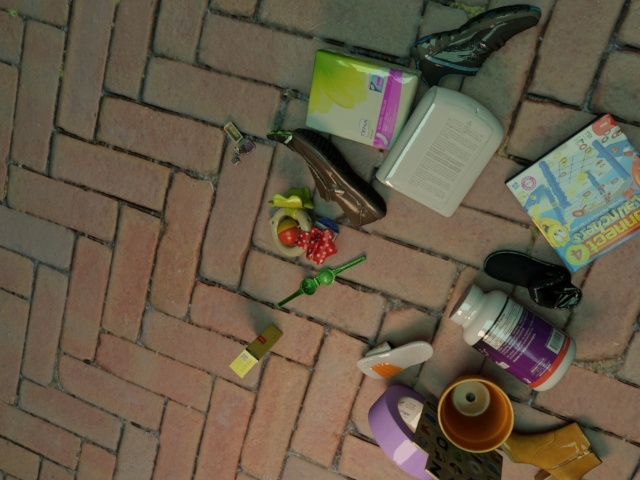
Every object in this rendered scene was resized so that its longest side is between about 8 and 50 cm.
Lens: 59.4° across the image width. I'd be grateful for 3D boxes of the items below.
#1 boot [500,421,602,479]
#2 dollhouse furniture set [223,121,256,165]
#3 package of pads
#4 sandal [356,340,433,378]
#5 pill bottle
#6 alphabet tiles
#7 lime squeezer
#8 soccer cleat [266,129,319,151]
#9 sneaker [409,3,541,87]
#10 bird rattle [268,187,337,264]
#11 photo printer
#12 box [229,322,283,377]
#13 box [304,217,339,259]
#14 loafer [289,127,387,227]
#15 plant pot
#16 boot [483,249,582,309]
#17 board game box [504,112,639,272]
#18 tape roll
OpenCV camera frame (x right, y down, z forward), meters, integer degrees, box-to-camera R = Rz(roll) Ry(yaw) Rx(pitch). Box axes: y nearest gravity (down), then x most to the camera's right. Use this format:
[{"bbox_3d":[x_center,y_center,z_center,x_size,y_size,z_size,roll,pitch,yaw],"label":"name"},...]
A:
[{"bbox_3d":[0.661,0.591,1.654,0.211,0.104,0.295,-43,92,14],"label":"boot"},{"bbox_3d":[-0.282,-0.305,1.755,0.091,0.081,0.114,-39,88,20],"label":"dollhouse furniture set"},{"bbox_3d":[0.114,-0.395,1.586,0.296,0.101,0.229,20,122,13],"label":"package of pads"},{"bbox_3d":[0.236,0.353,1.735,0.265,0.076,0.102,-26,114,31],"label":"sandal"},{"bbox_3d":[0.530,0.263,1.575,0.322,0.181,0.182,34,108,8],"label":"pill bottle"},{"bbox_3d":[0.396,0.597,1.597,0.285,0.342,0.011,37,116,6],"label":"alphabet tiles"},{"bbox_3d":[-0.005,0.123,1.755,0.310,0.110,0.059,-27,74,-10],"label":"lime squeezer"},{"bbox_3d":[-0.082,-0.298,1.711,0.178,0.060,0.073,7,104,12],"label":"soccer cleat"},{"bbox_3d":[0.419,-0.522,1.500,0.340,0.125,0.140,-15,113,24],"label":"sneaker"},{"bbox_3d":[-0.066,-0.034,1.732,0.207,0.143,0.254,-31,86,42],"label":"bird rattle"},{"bbox_3d":[0.332,-0.247,1.530,0.255,0.107,0.308,25,109,-18],"label":"photo printer"},{"bbox_3d":[-0.199,0.345,1.781,0.058,0.232,0.087,44,110,4],"label":"box"},{"bbox_3d":[0.000,0.000,1.762,0.081,0.028,0.136,31,110,10],"label":"box"},{"bbox_3d":[0.031,-0.171,1.646,0.366,0.134,0.130,46,116,-6],"label":"loafer"},{"bbox_3d":[0.442,0.480,1.630,0.205,0.188,0.205,0,90,10],"label":"plant pot"},{"bbox_3d":[0.567,0.103,1.518,0.246,0.207,0.094,13,105,14],"label":"boot"},{"bbox_3d":[0.710,-0.124,1.494,0.308,0.086,0.302,-37,89,20],"label":"board game box"},{"bbox_3d":[0.276,0.564,1.661,0.274,0.275,0.090,39,110,6],"label":"tape roll"}]
